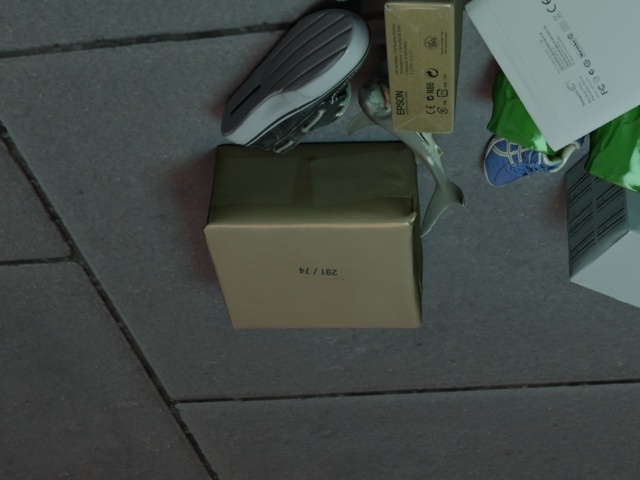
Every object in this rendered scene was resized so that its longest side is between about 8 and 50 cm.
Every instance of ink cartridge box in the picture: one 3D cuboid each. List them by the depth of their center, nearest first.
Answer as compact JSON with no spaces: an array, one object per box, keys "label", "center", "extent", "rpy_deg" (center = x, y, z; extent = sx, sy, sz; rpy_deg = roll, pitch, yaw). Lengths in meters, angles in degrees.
[{"label":"ink cartridge box","center":[0.136,-0.283,1.749],"extent":[0.088,0.193,0.235],"rpy_deg":[2,143,8]}]

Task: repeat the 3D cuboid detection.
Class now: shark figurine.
[{"label":"shark figurine","center":[0.102,-0.147,1.939],"extent":[0.116,0.166,0.278],"rpy_deg":[-23,132,19]}]

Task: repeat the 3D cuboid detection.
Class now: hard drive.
[{"label":"hard drive","center":[0.379,-0.292,1.726],"extent":[0.353,0.047,0.233],"rpy_deg":[-30,92,39]}]

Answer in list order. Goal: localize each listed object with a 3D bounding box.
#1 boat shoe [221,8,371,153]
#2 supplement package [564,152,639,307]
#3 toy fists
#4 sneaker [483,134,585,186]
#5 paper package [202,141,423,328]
[{"label":"boat shoe","center":[-0.013,-0.222,1.937],"extent":[0.119,0.121,0.335],"rpy_deg":[18,153,-29]},{"label":"supplement package","center":[0.488,-0.026,2.039],"extent":[0.194,0.203,0.149],"rpy_deg":[20,141,-19]},{"label":"toy fists","center":[0.372,-0.175,1.885],"extent":[0.279,0.096,0.142],"rpy_deg":[25,108,13]},{"label":"sneaker","center":[0.313,-0.134,2.021],"extent":[0.080,0.081,0.211],"rpy_deg":[21,142,-23]},{"label":"paper package","center":[0.000,0.000,2.171],"extent":[0.324,0.168,0.309],"rpy_deg":[-1,143,7]}]
